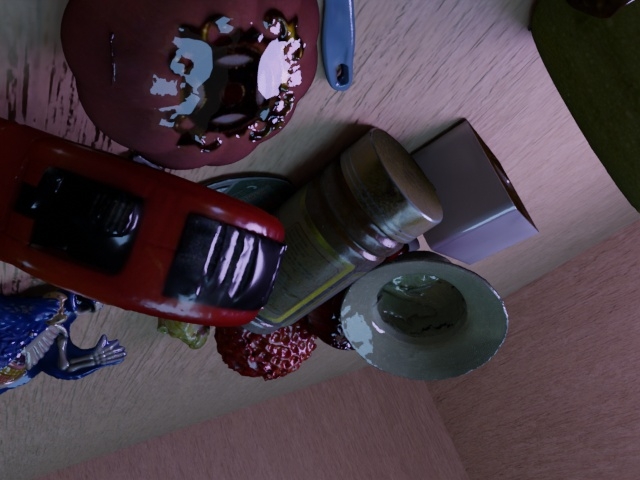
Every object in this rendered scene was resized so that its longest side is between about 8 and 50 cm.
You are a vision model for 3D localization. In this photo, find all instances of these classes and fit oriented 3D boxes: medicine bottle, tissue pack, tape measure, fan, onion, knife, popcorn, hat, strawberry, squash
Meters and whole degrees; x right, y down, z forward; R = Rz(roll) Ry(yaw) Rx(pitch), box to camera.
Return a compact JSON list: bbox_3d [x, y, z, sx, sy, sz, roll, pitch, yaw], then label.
[{"bbox_3d":[0.000,0.000,0.755,0.322,0.151,0.151,-37,156,26],"label":"medicine bottle"},{"bbox_3d":[0.245,-0.065,0.873,0.136,0.159,0.246,-31,159,22],"label":"tissue pack"},{"bbox_3d":[-0.163,-0.007,0.466,0.253,0.260,0.114,21,88,-58],"label":"tape measure"},{"bbox_3d":[-0.172,-0.031,0.719,0.223,0.012,0.294,-36,156,34],"label":"fan"},{"bbox_3d":[0.056,0.060,0.995,0.272,0.195,0.272,-38,143,-36],"label":"onion"},{"bbox_3d":[0.007,-0.223,0.433,0.044,0.019,0.313,-19,157,-4],"label":"knife"},{"bbox_3d":[-0.253,0.149,0.980,0.097,0.089,0.109,8,157,19],"label":"popcorn"},{"bbox_3d":[0.164,0.094,0.854,0.257,0.130,0.257,6,126,8],"label":"hat"},{"bbox_3d":[-0.110,0.146,1.010,0.205,0.205,0.244,-17,139,-17],"label":"strawberry"},{"bbox_3d":[0.356,-0.181,0.556,0.189,0.260,0.189,-18,157,-8],"label":"squash"}]

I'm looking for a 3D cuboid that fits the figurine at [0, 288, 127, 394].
[{"bbox_3d":[-0.412,0.132,0.735,0.262,0.121,0.164,-25,123,-17],"label":"figurine"}]

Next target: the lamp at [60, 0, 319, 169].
[{"bbox_3d":[-0.088,-0.140,0.376,0.182,0.140,0.182,-28,147,-20],"label":"lamp"}]

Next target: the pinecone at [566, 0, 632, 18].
[{"bbox_3d":[0.183,-0.242,0.260,0.292,0.246,0.246,-14,158,-29],"label":"pinecone"}]
